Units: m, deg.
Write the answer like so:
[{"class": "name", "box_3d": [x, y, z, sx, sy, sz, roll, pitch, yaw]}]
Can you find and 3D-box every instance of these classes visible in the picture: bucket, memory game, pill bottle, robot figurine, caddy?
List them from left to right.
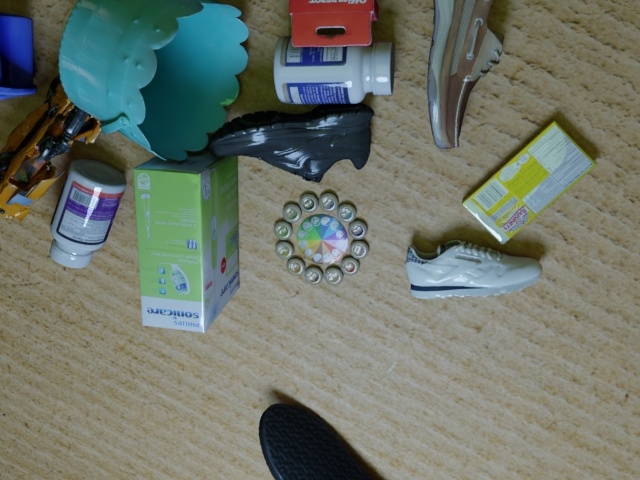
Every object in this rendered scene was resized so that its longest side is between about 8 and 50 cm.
[{"class": "caddy", "box_3d": [-0.664, -0.322, 1.157, 0.341, 0.241, 0.179, 12, 104, 5]}, {"class": "robot figurine", "box_3d": [-0.496, -0.180, 1.216, 0.291, 0.211, 0.085, -41, 135, 17]}, {"class": "pill bottle", "box_3d": [-0.450, -0.048, 1.276, 0.108, 0.108, 0.194, 28, 112, 1]}, {"class": "bucket", "box_3d": [-0.264, -0.281, 1.075, 0.183, 0.281, 0.281, 27, 112, 15]}, {"class": "memory game", "box_3d": [0.000, 0.000, 1.251, 0.186, 0.012, 0.186, 3, 109, 10]}, {"class": "pill bottle", "box_3d": [0.025, -0.280, 1.099, 0.186, 0.112, 0.112, 2, 109, 11]}]

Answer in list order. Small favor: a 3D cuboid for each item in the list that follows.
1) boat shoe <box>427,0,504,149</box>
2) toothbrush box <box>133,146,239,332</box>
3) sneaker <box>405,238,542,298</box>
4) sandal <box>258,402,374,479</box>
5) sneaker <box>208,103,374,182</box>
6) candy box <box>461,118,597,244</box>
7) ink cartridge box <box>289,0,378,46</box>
[{"class": "boat shoe", "box_3d": [0.229, -0.301, 1.048, 0.116, 0.123, 0.325, 4, 111, 8]}, {"class": "toothbrush box", "box_3d": [-0.229, -0.011, 1.191, 0.122, 0.206, 0.284, 6, 109, 9]}, {"class": "sneaker", "box_3d": [0.267, 0.045, 1.177, 0.234, 0.090, 0.095, -6, 98, 12]}, {"class": "sandal", "box_3d": [0.027, 0.515, 1.347, 0.446, 0.167, 0.107, 45, 128, -5]}, {"class": "sneaker", "box_3d": [-0.047, -0.158, 1.142, 0.286, 0.109, 0.130, -5, 116, 1]}, {"class": "candy box", "box_3d": [0.352, -0.097, 1.139, 0.105, 0.027, 0.206, 43, 111, -7]}, {"class": "ink cartridge box", "box_3d": [0.023, -0.419, 1.051, 0.134, 0.078, 0.231, 2, 99, 11]}]
